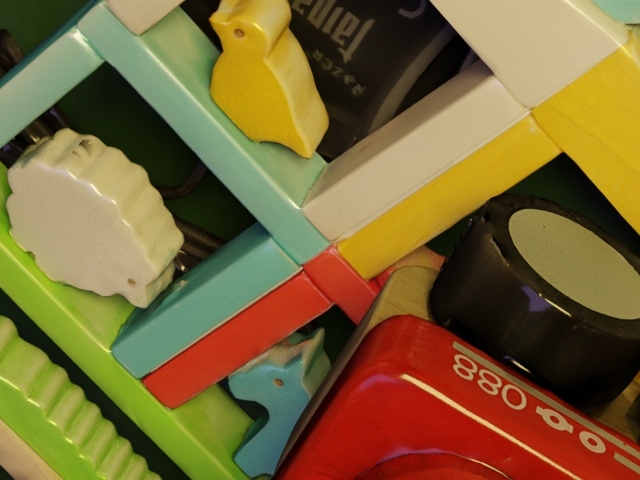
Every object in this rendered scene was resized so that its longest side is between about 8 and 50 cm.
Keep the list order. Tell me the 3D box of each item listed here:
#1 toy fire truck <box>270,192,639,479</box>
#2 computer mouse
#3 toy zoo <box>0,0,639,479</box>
[{"bbox_3d":[0.087,0.108,0.430,0.217,0.246,0.158,31,118,-1],"label":"toy fire truck"},{"bbox_3d":[-0.027,-0.095,0.594,0.184,0.060,0.262,35,128,9],"label":"computer mouse"},{"bbox_3d":[0.000,0.000,0.571,0.293,0.030,0.192,-34,106,34],"label":"toy zoo"}]
